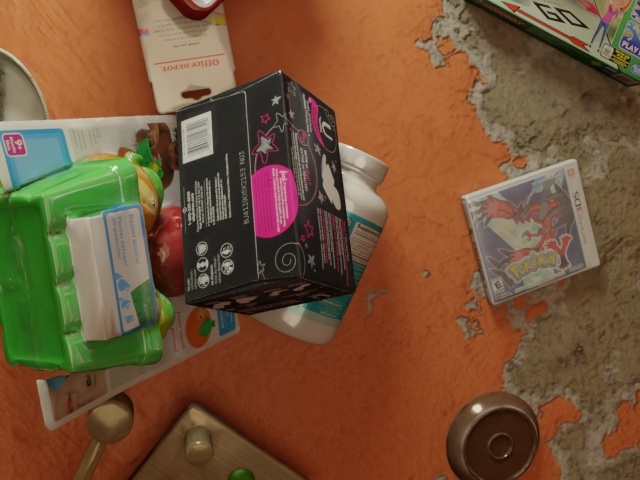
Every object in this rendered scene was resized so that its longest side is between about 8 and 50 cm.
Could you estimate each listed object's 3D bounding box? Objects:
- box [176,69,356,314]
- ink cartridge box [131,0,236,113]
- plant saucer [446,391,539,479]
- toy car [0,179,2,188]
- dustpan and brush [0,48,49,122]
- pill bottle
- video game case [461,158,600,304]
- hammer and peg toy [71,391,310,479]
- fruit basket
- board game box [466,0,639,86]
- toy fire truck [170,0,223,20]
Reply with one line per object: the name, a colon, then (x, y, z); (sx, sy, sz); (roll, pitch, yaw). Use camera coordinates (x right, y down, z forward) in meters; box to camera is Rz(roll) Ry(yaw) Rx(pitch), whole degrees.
box: (-0.068, -0.047, 0.828); (0.164, 0.142, 0.247); (-14, 71, 26)
ink cartridge box: (-0.183, -0.272, 0.910); (0.116, 0.067, 0.198); (-11, 98, -11)
plant saucer: (0.289, 0.333, 1.117); (0.169, 0.029, 0.168); (-2, 98, -13)
toy car: (-0.329, -0.022, 0.878); (0.189, 0.149, 0.154); (-3, 102, -25)
dustpan and brush: (-0.424, -0.218, 0.863); (0.148, 0.060, 0.211); (-1, 97, -13)
pill bottle: (0.000, 0.000, 0.947); (0.146, 0.146, 0.263); (24, 90, -15)
video game case: (0.338, -0.014, 1.088); (0.202, 0.023, 0.183); (-19, 101, -10)
hammer and peg toy: (-0.205, 0.367, 0.955); (0.361, 0.127, 0.266); (38, 89, -15)
fruit basket: (-0.211, 0.011, 0.829); (0.353, 0.166, 0.326); (-17, 104, -54)
board game box: (0.400, -0.401, 1.043); (0.318, 0.046, 0.213); (21, 92, -15)
toy fire truck: (-0.134, -0.451, 0.832); (0.254, 0.169, 0.302); (47, 72, -18)
